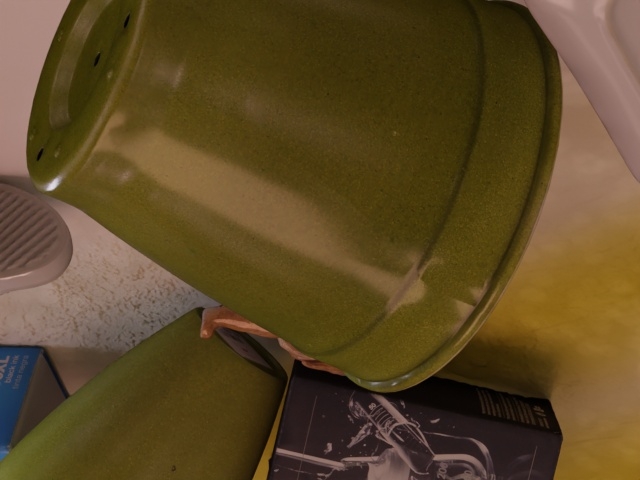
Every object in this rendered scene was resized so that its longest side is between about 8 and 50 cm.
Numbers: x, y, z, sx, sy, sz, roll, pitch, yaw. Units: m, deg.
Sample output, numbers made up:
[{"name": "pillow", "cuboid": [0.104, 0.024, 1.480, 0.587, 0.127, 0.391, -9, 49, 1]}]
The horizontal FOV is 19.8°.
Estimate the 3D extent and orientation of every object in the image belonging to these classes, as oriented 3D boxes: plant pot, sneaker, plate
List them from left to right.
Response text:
[{"name": "sneaker", "cuboid": [-0.419, 0.022, 2.069, 0.366, 0.135, 0.150, 3, 150, 26]}, {"name": "plant pot", "cuboid": [-0.180, 0.230, 2.122, 0.275, 0.275, 0.293, 34, 98, -26]}, {"name": "plant pot", "cuboid": [-0.046, -0.095, 1.560, 0.353, 0.366, 0.366, 20, 143, -25]}, {"name": "plate", "cuboid": [0.337, -0.195, 1.519, 0.278, 0.045, 0.277, -36, 130, 5]}]

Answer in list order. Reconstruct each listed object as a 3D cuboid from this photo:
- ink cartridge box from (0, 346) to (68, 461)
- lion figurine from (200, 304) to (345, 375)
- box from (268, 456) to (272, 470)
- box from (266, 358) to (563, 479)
[{"name": "ink cartridge box", "cuboid": [-0.519, 0.277, 2.378, 0.395, 0.166, 0.285, 0, 141, 14]}, {"name": "lion figurine", "cuboid": [0.000, 0.000, 1.905, 0.240, 0.142, 0.392, 3, 138, -1]}, {"name": "box", "cuboid": [-0.029, 0.326, 2.309, 0.029, 0.162, 0.116, 12, 144, -22]}, {"name": "box", "cuboid": [0.084, 0.329, 2.122, 0.313, 0.179, 0.343, 12, 99, 0]}]
